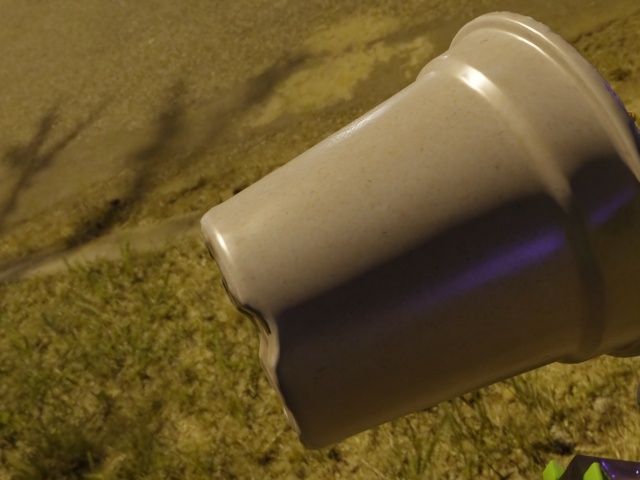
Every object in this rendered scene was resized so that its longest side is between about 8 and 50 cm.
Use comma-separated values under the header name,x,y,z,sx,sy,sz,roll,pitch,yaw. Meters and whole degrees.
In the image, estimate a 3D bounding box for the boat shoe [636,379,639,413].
name,x,y,z,sx,sy,sz,roll,pitch,yaw
boat shoe,0.544,0.242,0.871,0.120,0.123,0.324,-26,51,-33

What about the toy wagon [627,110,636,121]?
name,x,y,z,sx,sy,sz,roll,pitch,yaw
toy wagon,0.536,-0.109,1.399,0.267,0.344,0.068,-1,59,13

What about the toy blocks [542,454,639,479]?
name,x,y,z,sx,sy,sz,roll,pitch,yaw
toy blocks,0.554,0.534,1.375,0.260,0.381,0.191,9,41,-5

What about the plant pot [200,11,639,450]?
name,x,y,z,sx,sy,sz,roll,pitch,yaw
plant pot,0.074,0.016,0.652,0.305,0.334,0.334,-25,38,-10
